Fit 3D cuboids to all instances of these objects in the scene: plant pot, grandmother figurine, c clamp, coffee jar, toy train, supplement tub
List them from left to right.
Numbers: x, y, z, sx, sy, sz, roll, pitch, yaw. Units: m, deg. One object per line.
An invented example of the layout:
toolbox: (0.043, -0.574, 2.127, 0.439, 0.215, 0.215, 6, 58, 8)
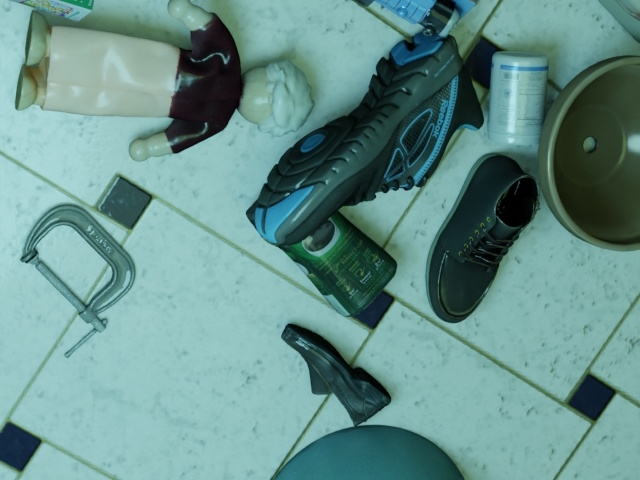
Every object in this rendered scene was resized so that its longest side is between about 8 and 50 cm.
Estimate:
c clamp: (-0.297, 0.043, 1.923, 0.137, 0.022, 0.160, -37, 108, -1)
grandmother figurine: (-0.170, -0.188, 1.859, 0.342, 0.104, 0.208, 9, 129, -16)
coffee jar: (0.000, 0.000, 1.942, 0.096, 0.079, 0.184, -46, 108, -6)
plant pot: (0.077, 0.400, 1.996, 0.290, 0.195, 0.290, -3, 104, -11)
toy train: (0.099, -0.309, 1.872, 0.184, 0.080, 0.105, 31, 67, -11)
supplement tub: (0.240, -0.174, 1.953, 0.071, 0.071, 0.107, 0, 105, -11)
plant pot: (0.354, -0.112, 1.961, 0.237, 0.110, 0.237, -5, 103, -23)

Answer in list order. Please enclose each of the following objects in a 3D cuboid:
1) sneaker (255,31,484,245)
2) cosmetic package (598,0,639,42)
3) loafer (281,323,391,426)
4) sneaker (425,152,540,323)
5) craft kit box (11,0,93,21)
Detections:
sneaker: (0.069, -0.095, 1.873, 0.341, 0.125, 0.139, -44, 119, -20)
cosmetic package: (0.354, -0.380, 1.896, 0.296, 0.129, 0.153, 41, 92, -18)
loafer: (0.010, 0.169, 1.997, 0.170, 0.062, 0.061, 41, 98, -16)
sneaker: (0.195, 0.006, 1.963, 0.083, 0.118, 0.222, 15, 100, -15)
craft kit box: (-0.344, -0.390, 1.726, 0.247, 0.061, 0.250, 13, 79, -23)
